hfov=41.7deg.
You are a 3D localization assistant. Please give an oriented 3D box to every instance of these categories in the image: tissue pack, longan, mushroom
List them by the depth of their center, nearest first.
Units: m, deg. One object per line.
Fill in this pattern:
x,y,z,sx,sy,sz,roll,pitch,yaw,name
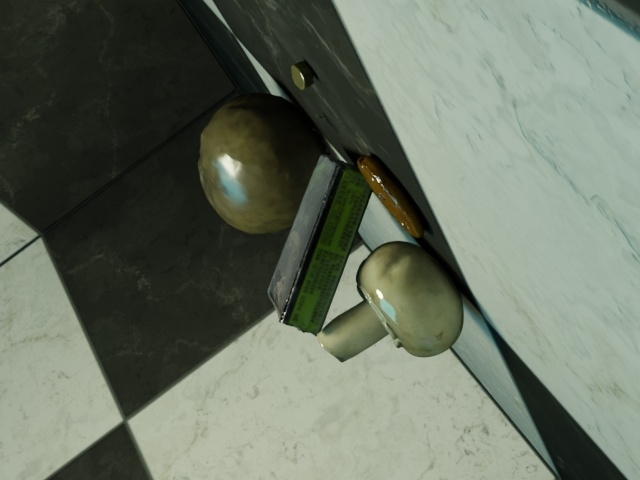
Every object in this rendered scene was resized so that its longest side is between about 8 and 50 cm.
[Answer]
0.160,0.171,1.960,0.314,0.336,0.314,51,-173,-9,mushroom
0.000,0.000,2.020,0.124,0.394,0.288,19,-172,-11,tissue pack
-0.160,-0.223,2.484,0.404,0.404,0.436,53,153,13,longan

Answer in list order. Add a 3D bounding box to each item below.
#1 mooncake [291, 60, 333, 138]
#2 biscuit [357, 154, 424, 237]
-0.020,-0.298,1.858,0.347,0.057,0.150,-75,-40,-88,mooncake
0.149,-0.093,1.751,0.212,0.036,0.212,52,179,1,biscuit
